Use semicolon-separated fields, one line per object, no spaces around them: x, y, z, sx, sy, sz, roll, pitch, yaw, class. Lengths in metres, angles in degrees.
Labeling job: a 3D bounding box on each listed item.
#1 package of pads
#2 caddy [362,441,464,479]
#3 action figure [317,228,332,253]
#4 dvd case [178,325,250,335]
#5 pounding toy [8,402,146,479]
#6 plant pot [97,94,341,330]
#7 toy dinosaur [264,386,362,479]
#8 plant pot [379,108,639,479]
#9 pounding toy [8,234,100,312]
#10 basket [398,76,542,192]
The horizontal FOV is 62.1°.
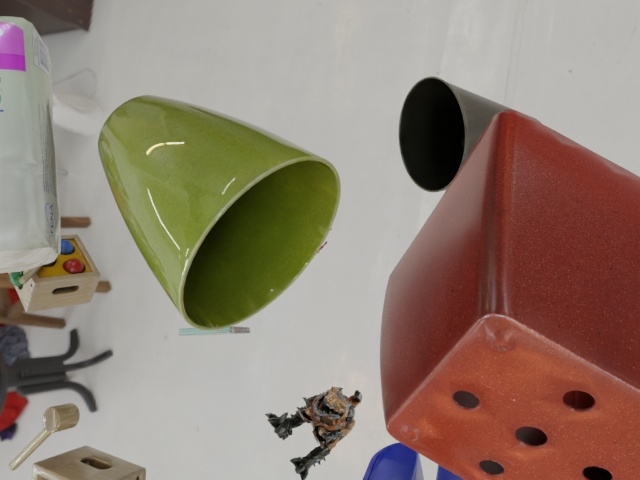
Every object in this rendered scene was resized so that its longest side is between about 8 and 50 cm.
-0.391;-0.075;0.458;0.101;0.297;0.229;156;108;-69;package of pads
0.196;0.508;0.966;0.241;0.341;0.179;-7;91;17;caddy
0.000;0.000;1.515;0.030;0.038;0.115;-5;45;39;action figure
-0.177;0.154;0.903;0.087;0.119;0.013;-4;80;8;dvd case
-0.326;0.319;0.719;0.181;0.094;0.206;4;90;30;pounding toy
-0.171;-0.072;0.747;0.293;0.275;0.274;39;103;24;plant pot
0.014;0.440;1.258;0.218;0.322;0.164;-31;42;-10;toy dinosaur
0.202;0.088;0.489;0.267;0.235;0.267;29;129;4;plant pot
-0.462;0.051;0.903;0.130;0.141;0.100;48;123;28;pounding toy
0.277;-0.171;0.936;0.154;0.227;0.204;-42;52;51;basket
